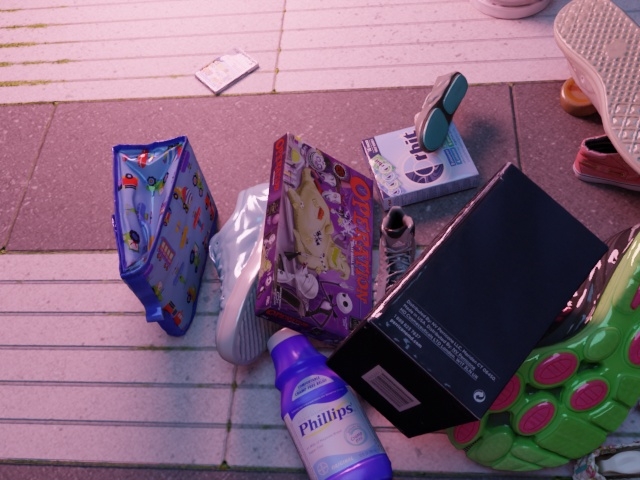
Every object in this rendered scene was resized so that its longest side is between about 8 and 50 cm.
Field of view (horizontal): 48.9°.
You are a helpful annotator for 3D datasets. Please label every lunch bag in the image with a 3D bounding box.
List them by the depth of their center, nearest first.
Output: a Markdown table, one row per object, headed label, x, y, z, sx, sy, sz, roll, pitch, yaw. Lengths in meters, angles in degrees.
| label | x | y | z | sx | sy | sz | roll | pitch | yaw |
| --- | --- | --- | --- | --- | --- | --- | --- | --- | --- |
| lunch bag | -0.264 | 0.009 | 1.196 | 0.138 | 0.221 | 0.293 | -7 | 56 | 4 |

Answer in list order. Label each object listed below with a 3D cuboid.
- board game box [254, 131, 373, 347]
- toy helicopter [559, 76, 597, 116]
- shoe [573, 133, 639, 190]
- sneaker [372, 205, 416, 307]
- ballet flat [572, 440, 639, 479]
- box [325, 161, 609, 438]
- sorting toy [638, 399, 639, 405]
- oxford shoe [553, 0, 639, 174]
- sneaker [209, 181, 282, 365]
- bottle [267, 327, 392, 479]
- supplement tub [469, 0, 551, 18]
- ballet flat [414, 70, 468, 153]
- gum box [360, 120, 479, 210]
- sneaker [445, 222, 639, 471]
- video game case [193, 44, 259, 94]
| label | x | y | z | sx | sy | sz | roll | pitch | yaw |
| --- | --- | --- | --- | --- | --- | --- | --- | --- | --- |
| board game box | 0.000 | 0.000 | 1.192 | 0.056 | 0.208 | 0.347 | -28 | 46 | 39 |
| toy helicopter | 0.646 | -0.313 | 1.357 | 0.355 | 0.140 | 0.235 | -19 | 65 | 8 |
| shoe | 0.550 | -0.140 | 1.260 | 0.178 | 0.081 | 0.063 | 8 | 59 | 13 |
| sneaker | 0.124 | 0.042 | 1.171 | 0.086 | 0.132 | 0.228 | -4 | 56 | 5 |
| ballet flat | 0.475 | 0.315 | 0.976 | 0.241 | 0.077 | 0.091 | -10 | 56 | 1 |
| box | 0.187 | 0.096 | 0.969 | 0.183 | 0.296 | 0.294 | 41 | 70 | 5 |
| sorting toy | 0.500 | 0.255 | 1.038 | 0.083 | 0.012 | 0.062 | -27 | 59 | -34 |
| oxford shoe | 0.552 | -0.254 | 1.226 | 0.169 | 0.130 | 0.449 | -29 | 52 | 15 |
| sneaker | -0.130 | 0.052 | 1.217 | 0.150 | 0.135 | 0.366 | -3 | 48 | 25 |
| bottle | 0.001 | 0.260 | 1.070 | 0.118 | 0.092 | 0.283 | -22 | 57 | -10 |
| supplement tub | 0.414 | -0.660 | 1.473 | 0.235 | 0.325 | 0.235 | -4 | 56 | 6 |
| ballet flat | 0.218 | -0.241 | 1.346 | 0.068 | 0.072 | 0.213 | -1 | 47 | 43 |
| gum box | 0.187 | -0.148 | 1.342 | 0.184 | 0.041 | 0.157 | -15 | 55 | -3 |
| sneaker | 0.388 | 0.156 | 1.052 | 0.483 | 0.202 | 0.185 | -42 | 92 | -2 |
| video game case | -0.210 | -0.382 | 1.570 | 0.122 | 0.011 | 0.087 | -38 | 60 | -16 |
